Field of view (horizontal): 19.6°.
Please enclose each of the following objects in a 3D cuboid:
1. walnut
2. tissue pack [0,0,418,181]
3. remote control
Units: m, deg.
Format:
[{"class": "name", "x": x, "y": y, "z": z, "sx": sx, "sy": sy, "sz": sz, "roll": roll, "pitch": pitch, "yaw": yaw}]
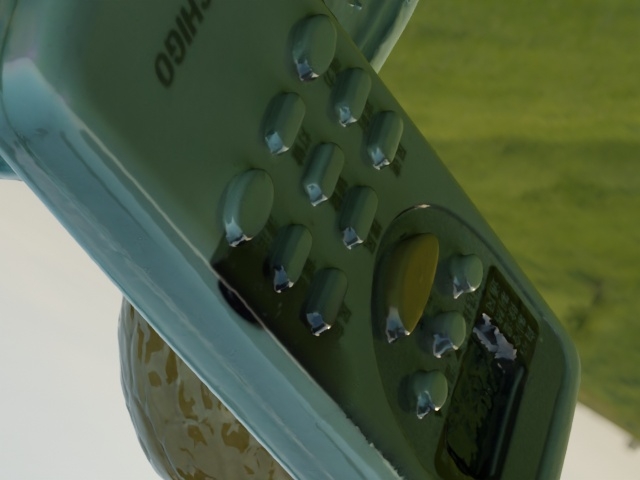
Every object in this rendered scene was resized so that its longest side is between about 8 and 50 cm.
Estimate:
[{"class": "walnut", "x": -0.037, "y": 0.074, "z": 1.102, "sx": 0.165, "sy": 0.197, "sz": 0.165, "roll": -10, "pitch": -168, "yaw": 2}, {"class": "tissue pack", "x": -0.122, "y": -0.168, "z": 0.929, "sx": 0.388, "sy": 0.287, "sz": 0.162, "roll": 4, "pitch": 143, "yaw": 40}, {"class": "remote control", "x": 0.000, "y": 0.000, "z": 0.639, "sx": 0.056, "sy": 0.140, "sz": 0.296, "roll": -13, "pitch": 131, "yaw": 33}]
